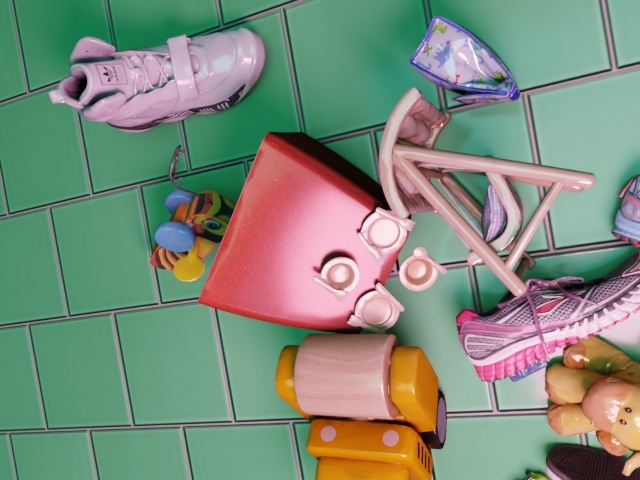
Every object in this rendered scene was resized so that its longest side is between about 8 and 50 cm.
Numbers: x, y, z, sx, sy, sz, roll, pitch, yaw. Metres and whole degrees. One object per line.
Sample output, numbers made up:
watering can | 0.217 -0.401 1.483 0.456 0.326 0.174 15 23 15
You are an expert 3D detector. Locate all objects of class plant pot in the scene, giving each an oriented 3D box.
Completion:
plant pot | 0.000 0.000 0.919 0.236 0.267 0.267 25 103 4

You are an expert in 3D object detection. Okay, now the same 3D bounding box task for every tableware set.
tableware set | 0.083 0.046 0.807 0.141 0.020 0.168 41 99 -16

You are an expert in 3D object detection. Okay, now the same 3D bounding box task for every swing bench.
swing bench | 0.215 -0.073 0.816 0.255 0.253 0.165 32 105 17

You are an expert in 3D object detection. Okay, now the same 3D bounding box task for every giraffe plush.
giraffe plush | 0.420 0.231 0.802 0.211 0.170 0.181 -2 93 22

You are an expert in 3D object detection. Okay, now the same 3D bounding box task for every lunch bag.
lunch bag | 0.224 -0.251 0.864 0.151 0.129 0.096 33 110 15

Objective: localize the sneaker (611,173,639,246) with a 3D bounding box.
sneaker | 0.538 -0.035 0.770 0.262 0.104 0.125 10 96 21

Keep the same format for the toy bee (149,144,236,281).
toy bee | -0.207 -0.018 1.029 0.162 0.298 0.195 17 74 -13

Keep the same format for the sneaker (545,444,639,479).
sneaker | 0.461 0.431 0.835 0.296 0.124 0.178 21 119 40

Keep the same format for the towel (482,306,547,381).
towel | 0.300 0.161 0.922 0.067 0.029 0.119 -35 82 22

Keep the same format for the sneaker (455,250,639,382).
sneaker | 0.341 0.094 0.836 0.299 0.121 0.111 -29 79 10

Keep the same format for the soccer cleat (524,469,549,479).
soccer cleat | 0.304 0.444 0.928 0.072 0.060 0.179 47 106 11

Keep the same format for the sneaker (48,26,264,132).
sneaker | -0.289 -0.287 1.024 0.366 0.210 0.137 -14 89 22

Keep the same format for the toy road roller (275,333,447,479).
toy road roller | 0.068 0.302 0.865 0.203 0.329 0.240 -4 53 22
